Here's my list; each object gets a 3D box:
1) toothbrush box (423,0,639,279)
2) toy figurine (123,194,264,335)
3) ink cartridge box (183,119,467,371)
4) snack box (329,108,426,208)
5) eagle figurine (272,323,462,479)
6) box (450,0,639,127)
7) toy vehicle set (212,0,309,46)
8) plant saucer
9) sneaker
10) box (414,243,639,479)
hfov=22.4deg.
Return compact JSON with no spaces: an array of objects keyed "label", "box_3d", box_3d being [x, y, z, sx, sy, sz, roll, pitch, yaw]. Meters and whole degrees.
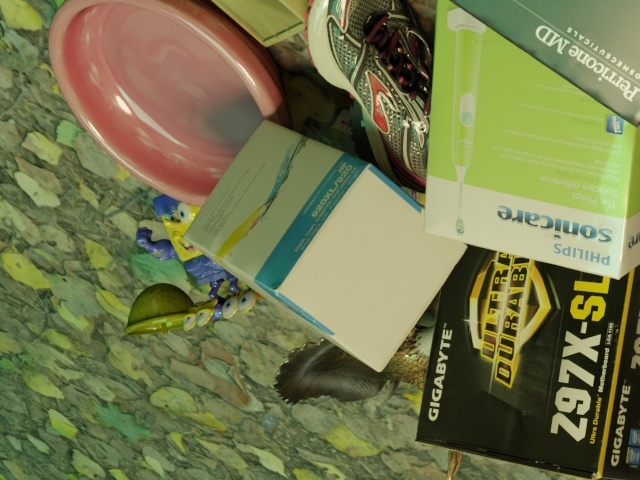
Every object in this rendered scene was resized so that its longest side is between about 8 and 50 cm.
[{"label":"toothbrush box","box_3d":[0.217,-0.131,1.485,0.206,0.122,0.283,14,112,31]},{"label":"toy figurine","box_3d":[-0.143,-0.009,2.131,0.363,0.191,0.217,-18,92,53]},{"label":"ink cartridge box","box_3d":[0.000,0.000,1.745,0.171,0.168,0.233,38,174,-34]},{"label":"snack box","box_3d":[0.083,-0.086,1.860,0.141,0.037,0.100,22,145,22]},{"label":"eagle figurine","box_3d":[0.083,0.118,1.974,0.298,0.226,0.225,31,118,-25]},{"label":"box","box_3d":[0.200,-0.322,1.205,0.343,0.179,0.312,35,123,1]},{"label":"toy vehicle set","box_3d":[-0.123,-0.311,1.691,0.267,0.035,0.166,40,167,-15]},{"label":"plant saucer","box_3d":[-0.166,-0.182,1.915,0.332,0.084,0.332,24,145,18]},{"label":"sneaker","box_3d":[0.081,-0.172,1.662,0.112,0.121,0.299,19,149,41]},{"label":"box","box_3d":[0.233,0.072,1.657,0.079,0.321,0.257,14,175,-41]}]
